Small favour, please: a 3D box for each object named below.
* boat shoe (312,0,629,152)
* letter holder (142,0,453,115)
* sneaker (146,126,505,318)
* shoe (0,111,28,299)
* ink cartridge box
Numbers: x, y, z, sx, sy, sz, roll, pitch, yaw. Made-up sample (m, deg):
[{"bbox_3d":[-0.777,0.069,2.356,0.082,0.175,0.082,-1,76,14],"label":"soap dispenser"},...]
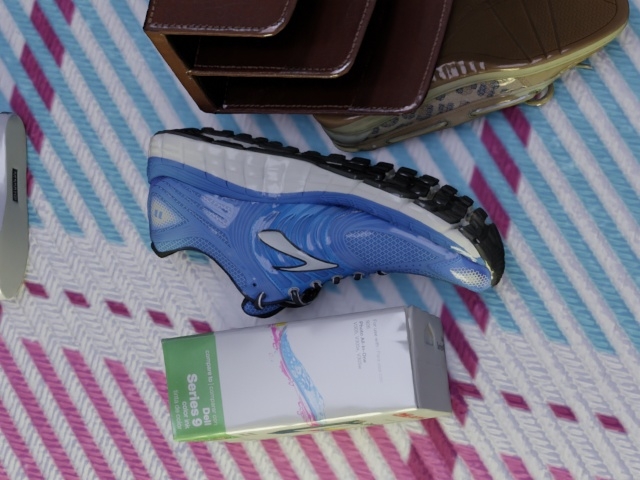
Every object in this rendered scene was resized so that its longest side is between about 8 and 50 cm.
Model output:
[{"bbox_3d":[0.130,-0.156,1.565,0.285,0.089,0.104,-17,61,9],"label":"boat shoe"},{"bbox_3d":[0.002,-0.270,1.520,0.214,0.152,0.301,3,68,18],"label":"letter holder"},{"bbox_3d":[0.000,0.000,1.567,0.330,0.130,0.147,14,101,19],"label":"sneaker"},{"bbox_3d":[-0.319,-0.030,1.670,0.081,0.063,0.178,-4,77,15],"label":"shoe"},{"bbox_3d":[-0.007,0.115,1.523,0.212,0.154,0.093,-10,81,13],"label":"ink cartridge box"}]
